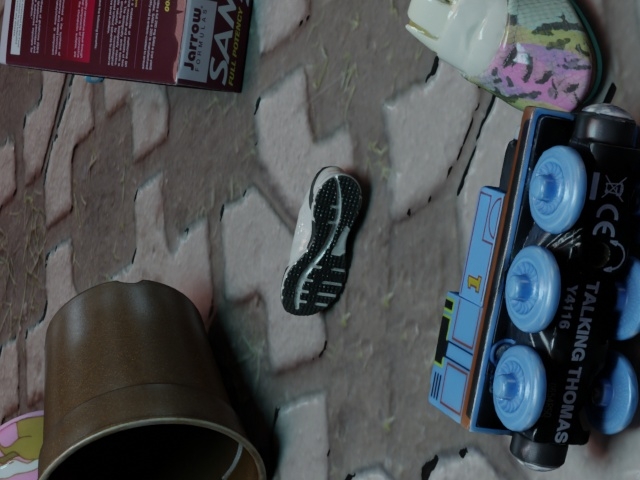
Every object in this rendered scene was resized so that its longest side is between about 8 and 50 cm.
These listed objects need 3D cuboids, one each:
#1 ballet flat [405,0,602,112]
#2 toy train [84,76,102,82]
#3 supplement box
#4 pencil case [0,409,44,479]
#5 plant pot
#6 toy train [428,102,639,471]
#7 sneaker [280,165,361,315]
[{"bbox_3d":[0.075,-0.147,0.797,0.077,0.079,0.221,-60,39,34],"label":"ballet flat"},{"bbox_3d":[-0.227,-0.243,1.361,0.125,0.046,0.166,-41,52,50],"label":"toy train"},{"bbox_3d":[-0.161,-0.195,1.155,0.239,0.073,0.130,13,97,43],"label":"supplement box"},{"bbox_3d":[-0.187,0.328,1.077,0.160,0.167,0.386,81,173,-60],"label":"pencil case"},{"bbox_3d":[-0.138,0.129,1.055,0.167,0.167,0.165,-63,30,33],"label":"plant pot"},{"bbox_3d":[0.114,0.020,0.712,0.105,0.080,0.184,-154,72,-64],"label":"toy train"},{"bbox_3d":[0.000,0.000,0.954,0.044,0.040,0.109,-114,42,-65],"label":"sneaker"}]
